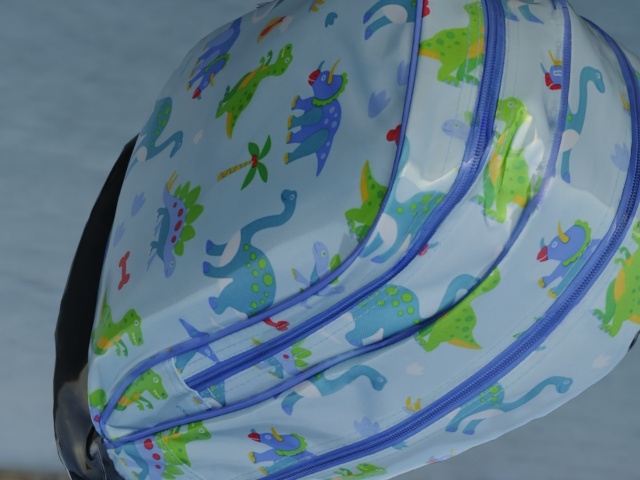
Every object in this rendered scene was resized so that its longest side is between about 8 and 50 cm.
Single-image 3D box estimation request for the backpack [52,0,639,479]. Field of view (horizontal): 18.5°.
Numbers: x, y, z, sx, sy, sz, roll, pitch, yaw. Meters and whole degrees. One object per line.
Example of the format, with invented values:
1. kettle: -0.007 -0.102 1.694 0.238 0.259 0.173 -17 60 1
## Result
1. backpack: 0.023 -0.006 1.051 0.355 0.290 0.273 -7 142 33
